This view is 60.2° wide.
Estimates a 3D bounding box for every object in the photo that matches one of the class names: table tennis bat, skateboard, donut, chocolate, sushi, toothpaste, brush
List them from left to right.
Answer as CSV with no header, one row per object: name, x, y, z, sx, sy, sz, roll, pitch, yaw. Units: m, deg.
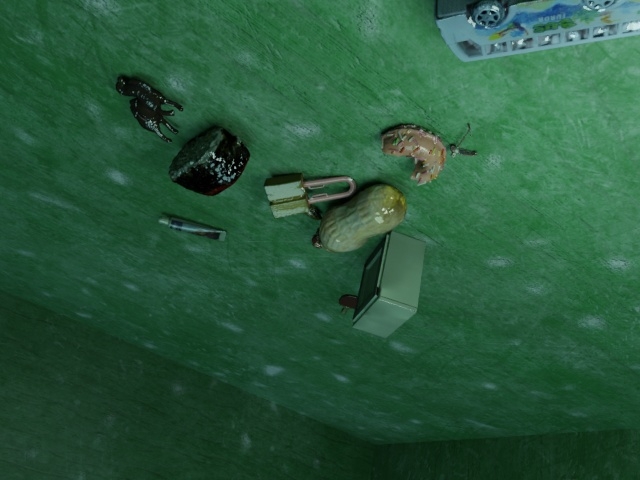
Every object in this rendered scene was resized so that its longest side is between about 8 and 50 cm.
toothpaste,-0.408,-0.040,1.759,0.216,0.037,0.062,15,148,-11
sushi,-0.278,-0.192,1.367,0.126,0.136,0.225,35,151,-26
brush,-0.022,-0.128,1.431,0.233,0.047,0.103,-9,126,11
table tennis bat,0.104,0.235,2.007,0.086,0.013,0.156,16,147,-6
chocolate,0.099,-0.054,1.436,0.134,0.134,0.309,29,145,-22
donut,0.219,-0.194,1.220,0.166,0.065,0.117,28,147,-24
skateboard,0.321,-0.211,1.187,0.063,0.032,0.083,7,152,-6

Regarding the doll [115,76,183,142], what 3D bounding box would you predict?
doll,-0.407,-0.316,1.296,0.165,0.057,0.139,30,148,-8

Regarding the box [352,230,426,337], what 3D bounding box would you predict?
box,0.192,0.129,1.594,0.117,0.225,0.225,19,148,-7

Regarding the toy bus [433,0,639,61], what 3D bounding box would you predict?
toy bus,0.350,-0.368,0.855,0.329,0.109,0.136,-1,157,25

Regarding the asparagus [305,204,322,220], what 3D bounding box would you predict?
asparagus,-0.055,-0.102,1.511,0.165,0.036,0.030,35,163,-31

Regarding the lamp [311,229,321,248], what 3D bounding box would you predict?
lamp,0.000,0.000,1.657,0.063,0.031,0.083,25,152,-15
